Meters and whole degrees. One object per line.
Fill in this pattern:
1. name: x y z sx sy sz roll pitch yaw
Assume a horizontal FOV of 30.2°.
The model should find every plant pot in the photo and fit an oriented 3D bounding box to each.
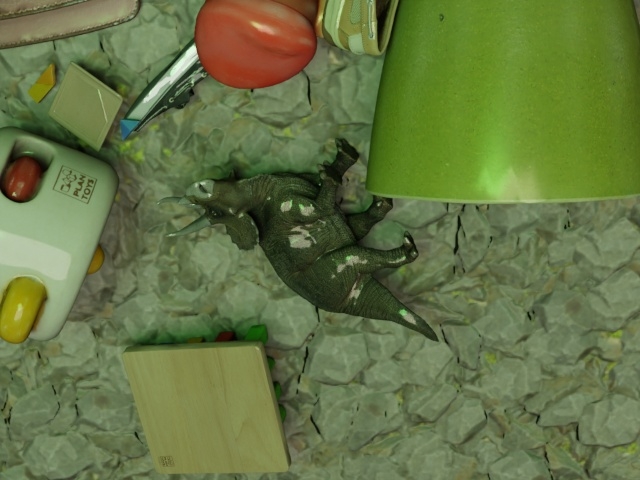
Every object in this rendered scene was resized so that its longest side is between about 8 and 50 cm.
1. plant pot: 0.175 -0.193 1.092 0.275 0.275 0.293 -2 98 -1

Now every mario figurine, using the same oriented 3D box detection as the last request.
1. mario figurine: -0.035 -0.298 1.116 0.198 0.170 0.320 27 102 25

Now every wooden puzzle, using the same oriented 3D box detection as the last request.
1. wooden puzzle: -0.236 -0.136 1.192 0.116 0.014 0.078 42 122 5

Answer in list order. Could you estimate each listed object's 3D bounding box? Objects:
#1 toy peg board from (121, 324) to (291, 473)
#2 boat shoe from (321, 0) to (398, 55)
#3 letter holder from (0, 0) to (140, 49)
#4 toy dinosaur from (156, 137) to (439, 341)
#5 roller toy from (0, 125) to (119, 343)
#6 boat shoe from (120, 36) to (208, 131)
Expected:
1. toy peg board: -0.116 0.172 1.329 0.161 0.079 0.161 -4 114 17
2. boat shoe: 0.061 -0.255 1.042 0.068 0.072 0.190 -7 115 -47
3. letter holder: -0.333 -0.260 1.086 0.302 0.152 0.214 -7 115 1
4. toy dinosaur: 0.000 0.000 1.244 0.160 0.121 0.313 -37 114 26
5. roller toy: -0.284 -0.004 1.171 0.146 0.209 0.191 22 90 -12
6. boat shoe: -0.143 -0.155 1.191 0.040 0.049 0.142 42 104 -18
